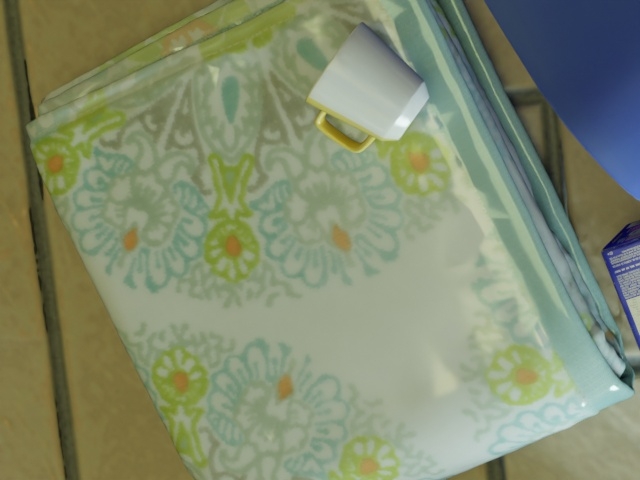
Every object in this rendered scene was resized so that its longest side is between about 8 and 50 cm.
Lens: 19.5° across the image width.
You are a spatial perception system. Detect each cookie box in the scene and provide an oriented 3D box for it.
[{"bbox_3d":[0.229,0.041,1.223,0.040,0.092,0.107,-20,94,23],"label":"cookie box"}]

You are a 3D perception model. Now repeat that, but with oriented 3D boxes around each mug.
[{"bbox_3d":[0.033,-0.094,1.191,0.064,0.078,0.062,35,77,0],"label":"mug"}]

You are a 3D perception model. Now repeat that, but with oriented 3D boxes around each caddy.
[{"bbox_3d":[0.216,-0.173,1.091,0.179,0.241,0.341,-41,64,27],"label":"caddy"}]

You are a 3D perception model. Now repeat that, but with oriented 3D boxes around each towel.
[{"bbox_3d":[0.000,0.000,1.292,0.320,0.090,0.374,-25,91,22],"label":"towel"}]
